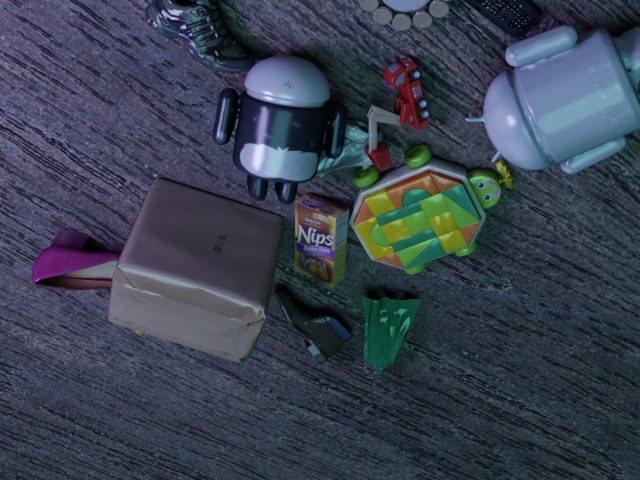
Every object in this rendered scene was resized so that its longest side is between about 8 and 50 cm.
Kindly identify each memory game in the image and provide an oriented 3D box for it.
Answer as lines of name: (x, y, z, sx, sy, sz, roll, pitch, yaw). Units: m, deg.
memory game: (0.154, -0.454, 1.659, 0.186, 0.012, 0.186, 5, 143, 4)

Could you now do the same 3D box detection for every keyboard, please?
keyboard: (0.315, -0.448, 1.660, 0.192, 0.038, 0.100, 31, 123, -16)

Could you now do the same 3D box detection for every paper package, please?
paper package: (-0.253, 0.056, 1.904, 0.309, 0.325, 0.168, 18, 126, -8)

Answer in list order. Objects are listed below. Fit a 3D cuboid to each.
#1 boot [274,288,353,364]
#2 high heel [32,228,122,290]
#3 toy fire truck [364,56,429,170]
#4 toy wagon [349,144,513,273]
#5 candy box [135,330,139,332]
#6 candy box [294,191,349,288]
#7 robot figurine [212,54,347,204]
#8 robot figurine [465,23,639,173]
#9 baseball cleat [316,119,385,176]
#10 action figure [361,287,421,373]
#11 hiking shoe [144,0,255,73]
boot: (-0.016, 0.177, 2.136, 0.106, 0.082, 0.219, -33, 114, 1)
high heel: (-0.439, 0.092, 2.038, 0.377, 0.181, 0.127, 12, 126, -2)
toy fire truck: (0.140, -0.245, 1.783, 0.135, 0.047, 0.192, -25, 124, -11)
toy wagon: (0.235, -0.071, 1.918, 0.344, 0.068, 0.267, -21, 121, 20)
candy box: (-0.347, 0.173, 2.182, 0.205, 0.027, 0.105, -1, 123, 6)
candy box: (0.000, 0.000, 1.977, 0.109, 0.053, 0.187, 25, 130, 29)
robot figurine: (-0.076, -0.215, 1.767, 0.173, 0.209, 0.278, 25, 114, 37)
robot figurine: (0.450, -0.256, 1.681, 0.353, 0.200, 0.300, -24, 119, 21)
baseball cleat: (0.028, -0.189, 1.866, 0.205, 0.072, 0.110, -10, 117, 2)
action figure: (0.149, 0.218, 2.137, 0.137, 0.063, 0.232, 6, 122, -1)
hiking shoe: (-0.212, -0.401, 1.720, 0.226, 0.086, 0.114, 29, 127, -13)
